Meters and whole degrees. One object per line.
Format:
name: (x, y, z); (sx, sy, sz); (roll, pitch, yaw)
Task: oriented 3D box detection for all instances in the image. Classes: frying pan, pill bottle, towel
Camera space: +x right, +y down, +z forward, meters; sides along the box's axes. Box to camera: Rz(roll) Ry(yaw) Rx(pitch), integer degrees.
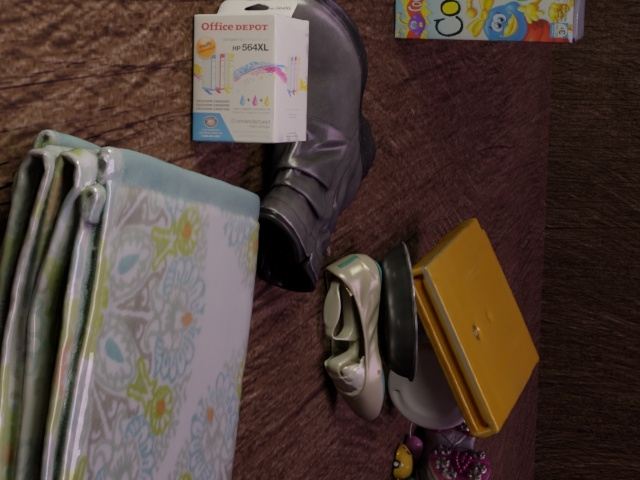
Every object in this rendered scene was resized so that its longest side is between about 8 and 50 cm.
frying pan: (0.105, 0.061, 1.658); (0.326, 0.053, 0.197); (-98, -174, -51)
pill bottle: (0.222, 0.194, 1.973); (0.272, 0.152, 0.152); (-50, 140, -59)
towel: (-0.157, 0.091, 0.967); (0.374, 0.090, 0.320); (15, 83, -71)

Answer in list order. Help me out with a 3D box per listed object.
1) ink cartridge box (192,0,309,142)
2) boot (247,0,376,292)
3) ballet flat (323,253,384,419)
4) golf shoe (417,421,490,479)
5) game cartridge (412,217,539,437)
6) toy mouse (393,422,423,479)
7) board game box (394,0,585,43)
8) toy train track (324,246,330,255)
ink cartridge box: (-0.070, -0.171, 1.143); (0.090, 0.092, 0.143); (-18, 110, -69)
boot: (-0.025, -0.103, 1.268); (0.223, 0.118, 0.338); (-67, 150, -32)
ballet flat: (0.038, 0.141, 1.568); (0.086, 0.086, 0.248); (-38, 128, -65)
golf shoe: (0.233, 0.422, 2.052); (0.306, 0.115, 0.140); (-75, 178, -77)
game cartridge: (0.254, 0.131, 1.864); (0.285, 0.052, 0.323); (66, 25, -5)
toy mouse: (0.161, 0.405, 2.027); (0.143, 0.031, 0.161); (66, 34, -54)
board game box: (0.267, -0.387, 1.783); (0.142, 0.275, 0.144); (-35, 127, -66)
toy train track: (0.000, 0.000, 1.504); (0.083, 0.014, 0.048); (66, 27, -65)
